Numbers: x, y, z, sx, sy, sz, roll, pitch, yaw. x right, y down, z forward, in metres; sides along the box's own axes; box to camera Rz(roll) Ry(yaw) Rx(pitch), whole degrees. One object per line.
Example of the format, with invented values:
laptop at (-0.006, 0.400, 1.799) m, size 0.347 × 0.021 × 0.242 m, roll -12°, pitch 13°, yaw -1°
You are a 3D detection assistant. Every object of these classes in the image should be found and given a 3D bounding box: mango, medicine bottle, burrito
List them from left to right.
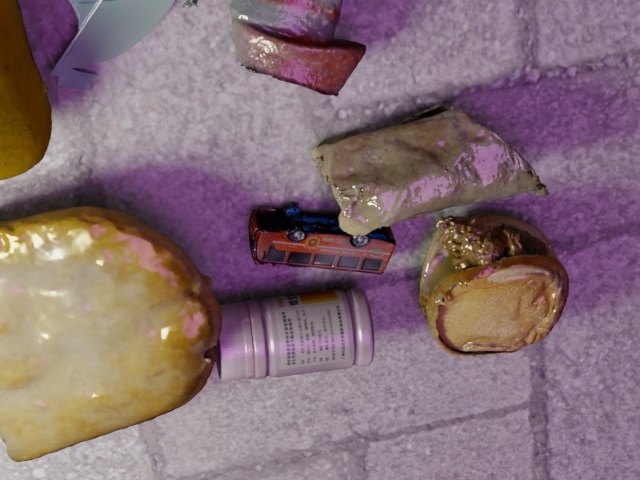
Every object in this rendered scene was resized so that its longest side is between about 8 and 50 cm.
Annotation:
mango at (-0.518, -0.251, 1.797) m, size 0.301 × 0.220 × 0.445 m, roll -38°, pitch 131°, yaw 4°
medicine bottle at (-0.046, 0.153, 2.200) m, size 0.249 × 0.133 × 0.133 m, roll -7°, pitch 123°, yaw -8°
burrito at (0.167, -0.116, 2.082) m, size 0.347 × 0.107 × 0.175 m, roll -12°, pitch 101°, yaw -1°

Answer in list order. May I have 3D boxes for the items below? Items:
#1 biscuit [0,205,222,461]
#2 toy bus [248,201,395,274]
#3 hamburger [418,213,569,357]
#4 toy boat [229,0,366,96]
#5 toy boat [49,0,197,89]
biscuit at (-0.376, 0.125, 2.097) m, size 0.446 × 0.104 × 0.429 m, roll -19°, pitch 120°, yaw 12°
toy bus at (0.000, 0.000, 2.153) m, size 0.235 × 0.073 × 0.096 m, roll 4°, pitch 127°, yaw -16°
hamburger at (0.275, 0.074, 2.221) m, size 0.243 × 0.146 × 0.286 m, roll -36°, pitch 129°, yaw 18°
toy boat at (-0.010, -0.362, 1.925) m, size 0.206 × 0.096 × 0.282 m, roll 19°, pitch 107°, yaw -7°
toy boat at (-0.284, -0.308, 1.881) m, size 0.220 × 0.067 × 0.291 m, roll 6°, pitch 131°, yaw -44°
